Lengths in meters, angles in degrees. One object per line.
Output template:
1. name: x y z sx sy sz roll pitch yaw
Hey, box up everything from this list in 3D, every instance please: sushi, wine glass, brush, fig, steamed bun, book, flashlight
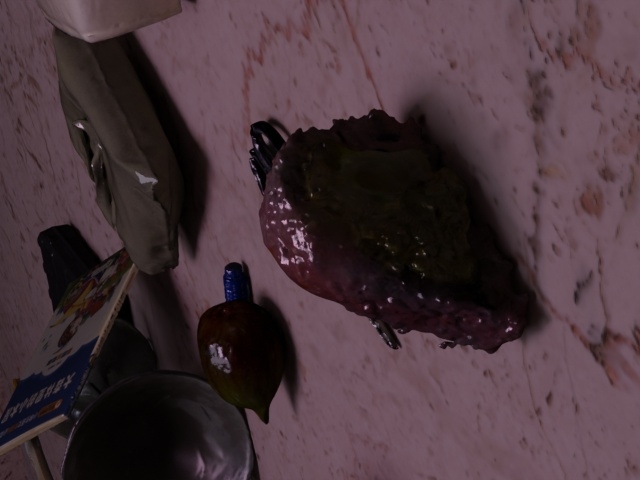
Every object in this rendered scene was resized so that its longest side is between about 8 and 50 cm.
1. sushi: 0.047 0.001 1.241 0.241 0.161 0.107 63 156 24
2. wine glass: -0.275 0.251 2.170 0.406 0.267 0.267 -146 41 -66
3. brush: -0.393 0.296 2.137 0.336 0.020 0.085 -130 35 -60
4. fig: -0.087 0.146 1.797 0.109 0.103 0.154 -74 -31 -57
5. steamed bun: -0.257 -0.332 1.735 0.242 0.146 0.164 35 142 60
6. book: -0.348 0.144 2.134 0.018 0.322 0.228 38 139 -20
7. flashlight: -0.097 0.082 1.856 0.057 0.035 0.121 -95 3 -62

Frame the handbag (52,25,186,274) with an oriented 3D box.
1. handbag: -0.254 -0.122 1.969 0.315 0.109 0.253 59 161 28

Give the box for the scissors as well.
1. scissors: 0.000 0.000 1.557 0.300 0.022 0.109 57 159 31

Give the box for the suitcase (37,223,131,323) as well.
1. suitcase: -0.384 0.115 2.548 0.285 0.066 0.206 42 144 52
